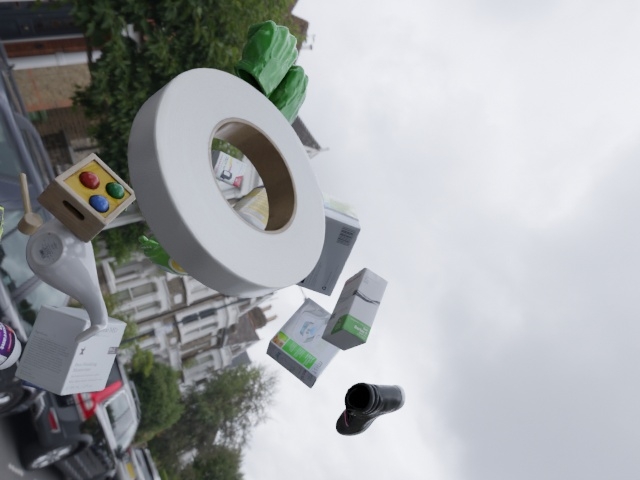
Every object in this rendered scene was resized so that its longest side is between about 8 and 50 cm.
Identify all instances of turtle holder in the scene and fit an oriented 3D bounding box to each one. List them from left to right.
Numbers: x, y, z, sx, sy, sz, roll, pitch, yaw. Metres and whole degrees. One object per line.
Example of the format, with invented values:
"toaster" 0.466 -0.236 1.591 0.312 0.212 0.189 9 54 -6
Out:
"turtle holder" -0.554 0.022 1.847 0.320 0.243 0.227 -11 -55 41

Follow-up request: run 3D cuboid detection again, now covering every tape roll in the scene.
"tape roll" -0.131 -0.097 0.782 0.072 0.392 0.392 -22 -95 32

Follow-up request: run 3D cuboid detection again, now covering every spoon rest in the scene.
"spoon rest" -0.517 0.079 0.954 0.276 0.137 0.084 59 -1 13

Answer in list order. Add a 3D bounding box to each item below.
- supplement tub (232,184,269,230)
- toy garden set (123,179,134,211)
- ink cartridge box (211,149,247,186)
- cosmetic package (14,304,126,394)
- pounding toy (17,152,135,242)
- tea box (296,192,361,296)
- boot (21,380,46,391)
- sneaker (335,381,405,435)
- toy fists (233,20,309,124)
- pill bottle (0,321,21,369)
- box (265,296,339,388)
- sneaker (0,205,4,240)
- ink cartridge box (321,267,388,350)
"supplement tub" -0.241 -0.039 1.710 0.241 0.331 0.241 14 -53 19
"toy garden set" -0.624 -0.238 1.616 0.244 0.049 0.204 -56 -150 16
"ink cartridge box" -0.467 -0.353 2.271 0.072 0.175 0.128 19 -92 42
"cosmetic package" -0.628 0.274 1.170 0.151 0.151 0.184 39 66 -71
"pounding toy" -0.503 -0.089 0.919 0.094 0.206 0.181 -31 -68 29
"tea box" 0.000 0.000 1.945 0.323 0.220 0.329 -94 -155 -67
"boot" -0.790 0.415 1.389 0.069 0.190 0.086 -6 -119 46
"sneaker" 0.106 0.508 1.402 0.296 0.146 0.105 -44 -141 34
"toy fists" -0.102 -0.367 1.035 0.096 0.142 0.279 30 -10 19
"pill bottle" -0.719 0.217 0.974 0.108 0.108 0.193 62 -18 19
"box" -0.043 0.403 1.823 0.231 0.262 0.127 35 -38 14
"sneaker" -0.940 0.050 1.191 0.145 0.147 0.385 -60 -147 34
"ink cartridge box" 0.107 0.214 1.430 0.092 0.219 0.160 32 -30 -9
